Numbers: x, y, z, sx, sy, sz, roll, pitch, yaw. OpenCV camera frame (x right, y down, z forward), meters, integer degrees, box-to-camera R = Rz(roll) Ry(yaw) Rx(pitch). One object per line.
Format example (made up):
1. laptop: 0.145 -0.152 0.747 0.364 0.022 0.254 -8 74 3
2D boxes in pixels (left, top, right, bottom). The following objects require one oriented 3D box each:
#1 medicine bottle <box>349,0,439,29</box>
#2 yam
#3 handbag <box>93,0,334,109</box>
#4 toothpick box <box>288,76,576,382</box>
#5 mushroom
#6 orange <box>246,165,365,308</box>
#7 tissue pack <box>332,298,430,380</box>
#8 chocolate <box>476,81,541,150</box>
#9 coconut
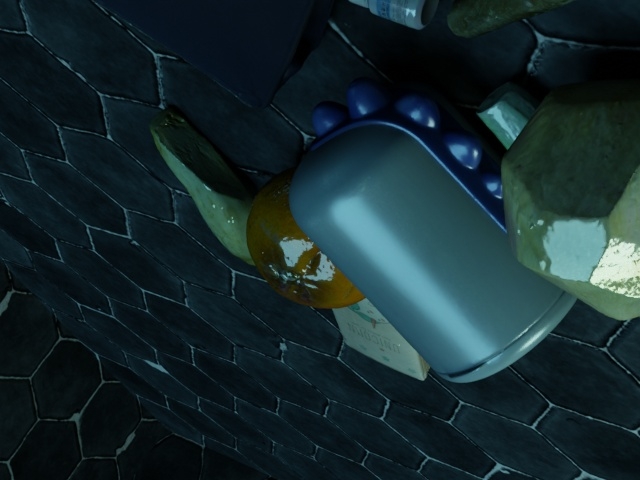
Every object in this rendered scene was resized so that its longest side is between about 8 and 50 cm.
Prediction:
1. medicine bottle: 0.075 -0.256 1.170 0.089 0.052 0.052 25 156 22
2. yam: 0.211 -0.237 1.020 0.061 0.061 0.274 41 157 -18
3. handbag: -0.125 -0.318 1.225 0.303 0.122 0.329 35 158 1
4. toothpick box: 0.125 -0.035 1.308 0.354 0.263 0.263 45 155 -11
5. mushroom: -0.163 -0.075 1.817 0.107 0.087 0.333 15 149 39
6. orange: 0.000 0.000 1.619 0.224 0.170 0.224 23 145 18
7. tissue pack: 0.093 0.107 1.853 0.170 0.071 0.325 21 155 24
8. chocolate: 0.288 -0.058 1.234 0.291 0.110 0.110 43 156 -14
9. coconut: 0.284 -0.038 1.088 0.237 0.237 0.197 45 177 -26
